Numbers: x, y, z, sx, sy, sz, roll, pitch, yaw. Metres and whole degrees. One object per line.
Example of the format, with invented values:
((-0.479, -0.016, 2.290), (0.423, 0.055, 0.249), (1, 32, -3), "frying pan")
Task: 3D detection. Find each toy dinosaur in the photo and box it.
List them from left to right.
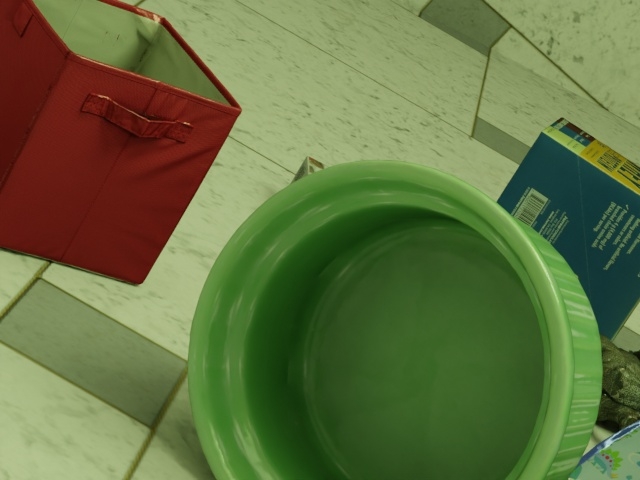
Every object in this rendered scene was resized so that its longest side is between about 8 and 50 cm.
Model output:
((0.305, 0.149, 1.969), (0.314, 0.121, 0.160), (18, 11, -31), "toy dinosaur")

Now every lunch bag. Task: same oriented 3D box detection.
((0.271, 0.249, 1.646), (0.151, 0.096, 0.129), (-23, 49, -32), "lunch bag")

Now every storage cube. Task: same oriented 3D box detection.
((-0.218, -0.102, 1.646), (0.184, 0.193, 0.215), (16, 23, -38), "storage cube")

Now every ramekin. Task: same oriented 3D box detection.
((0.066, 0.097, 1.409), (0.303, 0.303, 0.148), (39, 12, 24), "ramekin")

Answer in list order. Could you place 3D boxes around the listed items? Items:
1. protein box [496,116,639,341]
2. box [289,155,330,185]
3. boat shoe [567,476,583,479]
((0.306, -0.004, 2.202), (0.201, 0.199, 0.136), (34, 18, 8), "protein box")
((0.000, 0.000, 1.929), (0.063, 0.067, 0.324), (27, 17, -11), "box")
((0.214, 0.254, 1.533), (0.301, 0.108, 0.102), (29, 18, 20), "boat shoe")
